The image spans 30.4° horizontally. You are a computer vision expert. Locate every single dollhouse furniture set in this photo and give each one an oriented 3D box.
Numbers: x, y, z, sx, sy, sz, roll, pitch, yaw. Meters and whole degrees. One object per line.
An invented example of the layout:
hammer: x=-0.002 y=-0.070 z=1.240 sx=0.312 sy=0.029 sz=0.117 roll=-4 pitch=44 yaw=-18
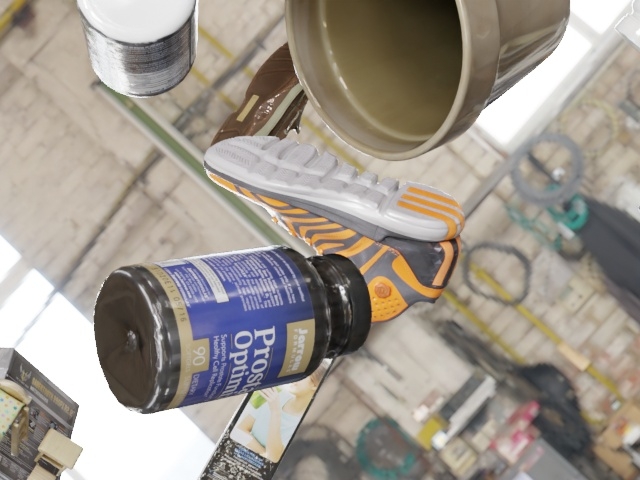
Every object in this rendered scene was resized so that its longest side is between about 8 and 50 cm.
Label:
dollhouse furniture set: x=-0.423 y=0.307 z=1.585 sx=0.101 sy=0.161 sz=0.182 roll=-45 pitch=15 yaw=46

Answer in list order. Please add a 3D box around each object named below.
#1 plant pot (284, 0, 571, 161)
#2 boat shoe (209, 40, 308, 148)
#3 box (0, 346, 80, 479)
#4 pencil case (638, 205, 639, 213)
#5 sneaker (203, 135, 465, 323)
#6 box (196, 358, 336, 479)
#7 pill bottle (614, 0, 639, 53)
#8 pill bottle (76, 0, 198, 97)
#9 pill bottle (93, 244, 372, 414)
plant pot: x=0.162 y=-0.288 z=1.508 sx=0.280 sy=0.323 sz=0.323 roll=-20 pitch=-26 yaw=-36
boat shoe: x=-0.066 y=-0.205 z=1.833 sx=0.257 sy=0.095 sz=0.095 roll=-50 pitch=-44 yaw=-4
box: x=-0.474 y=0.297 z=1.853 sx=0.231 sy=0.056 sz=0.183 roll=60 pitch=-147 yaw=-55
pencil case: x=0.524 y=-0.005 z=1.533 sx=0.306 sy=0.119 sz=0.133 roll=19 pitch=-86 yaw=-52
sneaker: x=0.000 y=0.000 z=1.380 sx=0.124 sy=0.321 sz=0.180 roll=-43 pitch=-30 yaw=-54
box: x=-0.076 y=0.254 z=1.622 sx=0.290 sy=0.087 sz=0.169 roll=-59 pitch=-2 yaw=-31
pill bottle: x=0.420 y=-0.281 z=1.396 sx=0.137 sy=0.078 sz=0.078 roll=-46 pitch=-10 yaw=13
pill bottle: x=-0.205 y=-0.242 z=1.342 sx=0.130 sy=0.130 sz=0.245 roll=-45 pitch=-3 yaw=-13
pill bottle: x=-0.069 y=0.069 z=0.999 sx=0.219 sy=0.122 sz=0.122 roll=-8 pitch=-34 yaw=-36
